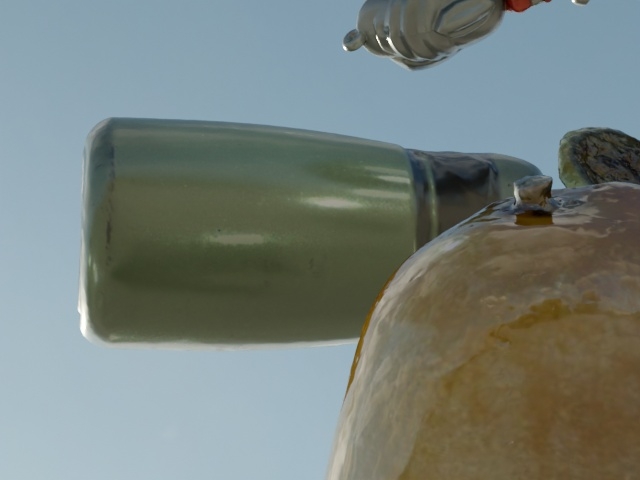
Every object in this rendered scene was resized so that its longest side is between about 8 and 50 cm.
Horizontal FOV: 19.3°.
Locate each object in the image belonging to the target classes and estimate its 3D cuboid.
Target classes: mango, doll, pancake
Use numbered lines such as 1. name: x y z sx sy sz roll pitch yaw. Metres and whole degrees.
1. mango: 0.103 0.164 0.753 0.221 0.199 0.383 -14 -83 -46
2. doll: 0.100 -0.162 1.276 0.180 0.094 0.079 -15 -64 -5
3. pancake: 0.217 -0.035 1.323 0.116 0.129 0.022 17 -54 -27

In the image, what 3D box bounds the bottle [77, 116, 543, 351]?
1. bottle: 0.000 -0.001 1.348 0.347 0.168 0.168 2 -50 -10
